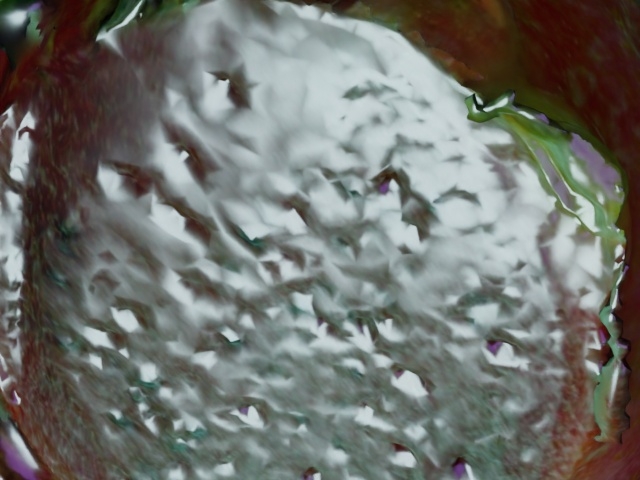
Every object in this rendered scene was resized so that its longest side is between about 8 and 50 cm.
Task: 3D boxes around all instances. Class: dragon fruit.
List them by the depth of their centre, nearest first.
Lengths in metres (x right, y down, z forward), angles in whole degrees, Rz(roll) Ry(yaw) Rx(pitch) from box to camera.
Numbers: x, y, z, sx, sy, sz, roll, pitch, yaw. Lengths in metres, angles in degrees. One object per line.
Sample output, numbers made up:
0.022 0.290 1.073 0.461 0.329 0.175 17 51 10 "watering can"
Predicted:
0.000 0.000 0.538 0.268 0.130 0.295 26 128 15 "dragon fruit"

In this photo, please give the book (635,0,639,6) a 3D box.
0.235 -0.084 0.534 0.352 0.035 0.239 15 129 -3 "book"
